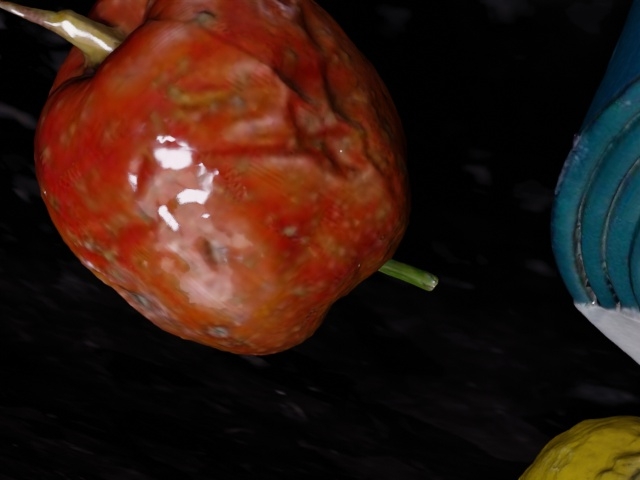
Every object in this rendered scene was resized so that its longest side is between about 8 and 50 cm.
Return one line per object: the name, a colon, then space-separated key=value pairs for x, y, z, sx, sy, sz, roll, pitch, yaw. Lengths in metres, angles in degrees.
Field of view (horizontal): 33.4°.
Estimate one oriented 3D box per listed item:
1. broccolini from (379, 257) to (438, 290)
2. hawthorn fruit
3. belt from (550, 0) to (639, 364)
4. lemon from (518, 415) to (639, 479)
broccolini: x=0.000 y=0.000 z=1.009 sx=0.239 sy=0.051 sz=0.054 roll=17 pitch=179 yaw=-9
hawthorn fruit: x=-0.063 y=-0.057 z=0.722 sx=0.258 sy=0.258 sz=0.261 roll=9 pitch=132 yaw=20
belt: x=0.293 y=-0.036 z=0.578 sx=0.300 sy=0.173 sz=0.436 roll=26 pitch=152 yaw=10
lemon: x=0.330 y=0.326 z=1.137 sx=0.285 sy=0.285 sz=0.316 roll=14 pitch=-175 yaw=12
